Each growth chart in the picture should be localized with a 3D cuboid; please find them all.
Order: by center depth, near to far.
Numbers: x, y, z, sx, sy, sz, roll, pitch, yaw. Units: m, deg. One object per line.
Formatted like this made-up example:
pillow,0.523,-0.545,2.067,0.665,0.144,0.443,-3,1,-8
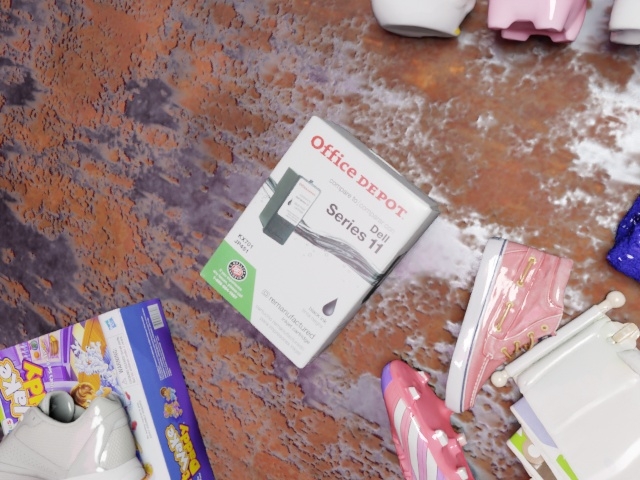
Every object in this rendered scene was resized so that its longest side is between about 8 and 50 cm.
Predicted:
growth chart,0.246,0.180,0.432,0.172,0.021,0.237,-37,48,21

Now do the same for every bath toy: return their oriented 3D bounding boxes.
bath toy,0.209,-0.230,0.418,0.348,0.151,0.129,15,107,28

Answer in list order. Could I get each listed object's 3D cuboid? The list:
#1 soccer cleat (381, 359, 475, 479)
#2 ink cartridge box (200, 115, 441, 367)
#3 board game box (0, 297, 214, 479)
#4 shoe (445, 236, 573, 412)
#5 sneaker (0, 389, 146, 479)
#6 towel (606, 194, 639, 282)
soccer cleat,0.114,0.243,0.512,0.095,0.083,0.248,-32,85,22
ink cartridge box,0.000,0.000,0.530,0.153,0.087,0.208,40,104,12
board game box,-0.267,0.275,0.643,0.233,0.078,0.347,-20,87,19
shoe,0.179,0.090,0.485,0.081,0.063,0.178,16,94,23
sneaker,-0.321,0.235,0.577,0.262,0.099,0.121,-13,81,11
towel,0.426,-0.001,0.389,0.308,0.076,0.228,30,101,15
